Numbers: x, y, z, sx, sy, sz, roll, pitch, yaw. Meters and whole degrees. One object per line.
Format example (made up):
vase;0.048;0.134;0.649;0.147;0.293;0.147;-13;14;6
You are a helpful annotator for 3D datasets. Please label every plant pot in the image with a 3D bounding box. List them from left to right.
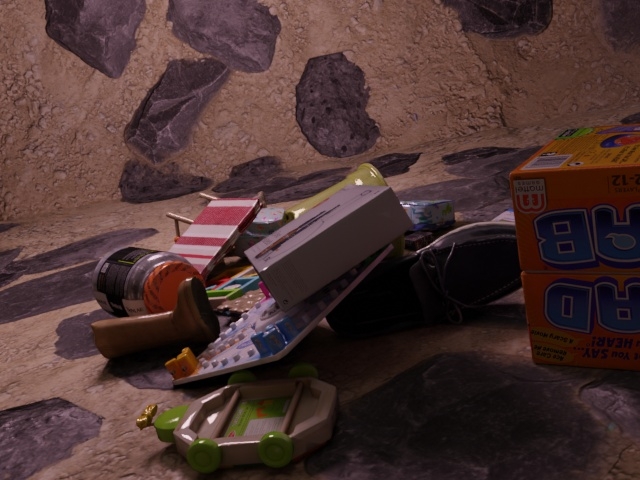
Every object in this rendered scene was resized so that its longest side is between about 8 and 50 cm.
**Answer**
plant pot;0.049;-0.036;2.086;0.254;0.276;0.276;-20;17;-13

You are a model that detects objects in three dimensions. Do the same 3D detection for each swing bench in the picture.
swing bench;-0.334;-0.053;2.614;0.255;0.165;0.253;1;18;20

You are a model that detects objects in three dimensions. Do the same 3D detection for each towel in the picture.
towel;-0.329;0.000;2.268;0.237;0.037;0.329;3;48;44

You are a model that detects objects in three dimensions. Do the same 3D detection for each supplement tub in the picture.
supplement tub;-0.428;0.118;1.971;0.194;0.193;0.316;-22;15;-33

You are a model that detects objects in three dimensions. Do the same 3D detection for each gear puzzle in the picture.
gear puzzle;-0.087;0.139;1.973;0.176;0.044;0.339;2;17;45

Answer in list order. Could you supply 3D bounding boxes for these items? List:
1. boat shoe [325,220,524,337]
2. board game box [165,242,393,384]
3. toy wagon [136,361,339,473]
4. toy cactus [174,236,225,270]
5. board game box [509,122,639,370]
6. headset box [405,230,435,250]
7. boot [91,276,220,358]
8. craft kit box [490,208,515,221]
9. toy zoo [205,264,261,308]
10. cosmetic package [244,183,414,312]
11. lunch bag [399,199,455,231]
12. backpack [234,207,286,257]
boat shoe;0.234;0.094;1.646;0.501;0.186;0.156;-15;16;10
board game box;-0.089;0.136;1.603;0.390;0.050;0.390;-23;14;47
toy wagon;-0.144;0.307;1.351;0.345;0.068;0.267;-9;15;12
toy cactus;-0.348;0.017;2.399;0.219;0.112;0.180;-46;53;7
board game box;0.584;-0.005;1.401;0.356;0.356;0.357;-1;18;34
headset box;0.270;0.003;2.212;0.083;0.032;0.062;-20;17;-33
boot;-0.378;0.182;1.747;0.270;0.236;0.089;-8;50;3
craft kit box;0.494;0.005;1.936;0.247;0.060;0.250;-26;24;-33
toy zoo;-0.238;0.119;2.130;0.192;0.030;0.293;-7;15;33
cosmetic package;0.000;0.000;1.570;0.284;0.097;0.377;-31;9;-6
lunch bag;0.284;-0.079;2.355;0.219;0.090;0.176;3;10;44
backpack;-0.180;-0.019;2.410;0.189;0.144;0.166;-12;20;6
